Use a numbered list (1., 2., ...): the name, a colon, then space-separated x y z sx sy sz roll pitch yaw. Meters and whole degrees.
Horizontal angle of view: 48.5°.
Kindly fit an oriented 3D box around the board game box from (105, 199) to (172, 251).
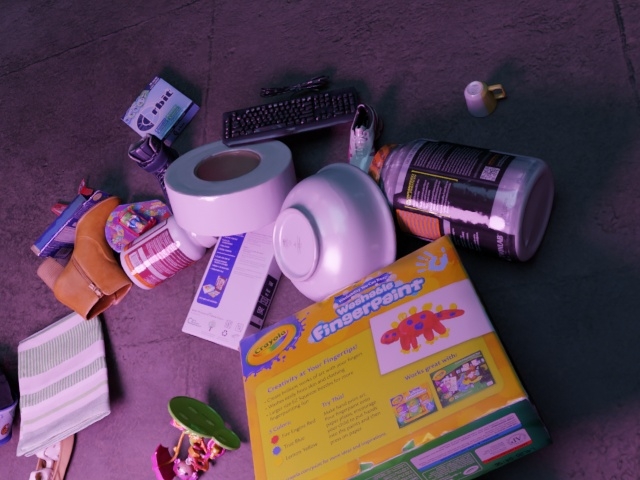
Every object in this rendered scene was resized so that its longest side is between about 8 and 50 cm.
1. board game box: -0.450 -0.045 1.747 0.168 0.033 0.133 -8 63 -3

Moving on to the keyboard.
1. keyboard: -0.073 -0.312 1.646 0.317 0.033 0.202 -10 45 5

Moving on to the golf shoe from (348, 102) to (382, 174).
1. golf shoe: 0.087 -0.207 1.540 0.067 0.086 0.186 -4 69 25

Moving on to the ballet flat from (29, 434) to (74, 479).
1. ballet flat: -0.615 0.511 1.609 0.080 0.073 0.232 -8 65 26

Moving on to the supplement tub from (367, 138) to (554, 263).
1. supplement tub: 0.255 -0.084 1.329 0.316 0.193 0.194 17 77 32

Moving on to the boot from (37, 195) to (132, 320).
1. boot: -0.539 0.045 1.773 0.211 0.104 0.295 33 72 18

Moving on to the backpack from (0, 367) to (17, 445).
1. backpack: -0.859 0.405 1.677 0.263 0.276 0.213 13 102 40

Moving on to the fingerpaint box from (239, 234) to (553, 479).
1. fingerpaint box: 0.102 0.251 1.213 0.444 0.163 0.371 -28 40 10

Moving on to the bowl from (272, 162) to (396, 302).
1. bowl: 0.000 0.000 1.377 0.298 0.134 0.298 13 107 50

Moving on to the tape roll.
1. tape roll: -0.194 -0.125 1.559 0.286 0.100 0.286 -8 32 5

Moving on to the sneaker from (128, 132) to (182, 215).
1. sneaker: -0.386 -0.159 1.728 0.086 0.163 0.226 -31 59 11

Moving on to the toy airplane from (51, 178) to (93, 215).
1. toy airplane: -0.671 -0.097 1.933 0.151 0.028 0.151 -16 58 28

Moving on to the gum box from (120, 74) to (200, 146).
1. gum box: -0.430 -0.341 1.903 0.184 0.041 0.157 38 89 34

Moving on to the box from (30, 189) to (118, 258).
1. box: -0.626 -0.048 1.823 0.036 0.136 0.225 44 92 9

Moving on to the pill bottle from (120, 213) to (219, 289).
1. pill bottle: -0.345 0.012 1.653 0.221 0.121 0.121 -31 58 13

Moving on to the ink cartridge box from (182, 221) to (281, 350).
1. ink cartridge box: -0.172 0.071 1.570 0.165 0.065 0.333 13 77 32

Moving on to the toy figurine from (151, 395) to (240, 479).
1. toy figurine: -0.271 0.434 1.456 0.173 0.130 0.159 32 100 10

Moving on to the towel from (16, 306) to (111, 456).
1. towel: -0.614 0.319 1.676 0.247 0.038 0.325 -29 47 8

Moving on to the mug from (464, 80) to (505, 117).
1. mug: 0.332 -0.301 1.462 0.078 0.064 0.062 -41 55 6
